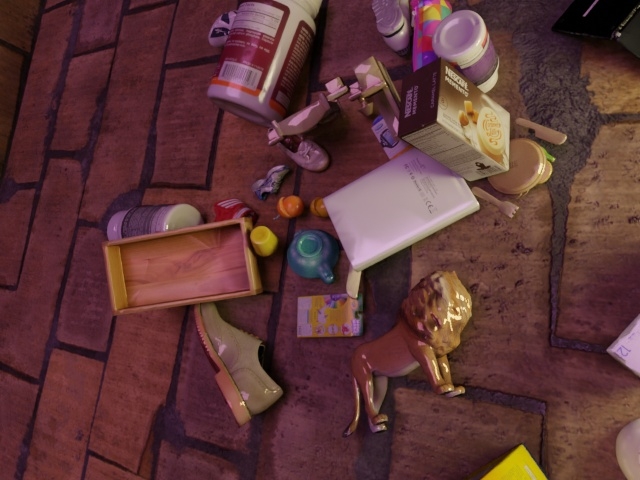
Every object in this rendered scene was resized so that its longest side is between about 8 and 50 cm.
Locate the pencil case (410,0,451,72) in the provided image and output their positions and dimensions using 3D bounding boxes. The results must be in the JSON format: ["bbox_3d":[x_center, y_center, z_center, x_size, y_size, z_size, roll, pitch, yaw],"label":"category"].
[{"bbox_3d":[0.261,-0.456,1.156,0.104,0.104,0.236,-7,75,30],"label":"pencil case"}]

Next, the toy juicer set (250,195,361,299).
[{"bbox_3d":[0.000,0.000,1.232,0.329,0.089,0.209,26,72,21],"label":"toy juicer set"}]

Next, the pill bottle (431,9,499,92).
[{"bbox_3d":[0.321,-0.394,1.047,0.108,0.193,0.108,-8,74,31],"label":"pill bottle"}]

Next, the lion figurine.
[{"bbox_3d":[0.163,0.244,1.032,0.392,0.142,0.240,-35,55,25],"label":"lion figurine"}]

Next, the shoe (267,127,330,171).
[{"bbox_3d":[-0.064,-0.254,1.332,0.219,0.058,0.076,37,99,32],"label":"shoe"}]

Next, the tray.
[{"bbox_3d":[-0.373,0.072,1.313,0.410,0.076,0.203,-9,89,10],"label":"tray"}]

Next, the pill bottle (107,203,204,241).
[{"bbox_3d":[-0.511,-0.030,1.495,0.283,0.161,0.161,1,79,32],"label":"pill bottle"}]

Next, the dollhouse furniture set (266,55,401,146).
[{"bbox_3d":[0.019,-0.247,1.131,0.355,0.303,0.174,-25,98,17],"label":"dollhouse furniture set"}]

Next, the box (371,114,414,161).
[{"bbox_3d":[0.184,-0.261,1.201,0.081,0.028,0.136,-35,61,20],"label":"box"}]

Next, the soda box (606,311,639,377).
[{"bbox_3d":[0.612,0.109,0.808,0.091,0.098,0.286,43,102,31],"label":"soda box"}]

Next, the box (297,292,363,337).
[{"bbox_3d":[0.027,0.184,1.184,0.179,0.043,0.105,-8,74,33],"label":"box"}]

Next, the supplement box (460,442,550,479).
[{"bbox_3d":[0.278,0.484,0.771,0.194,0.356,0.195,-42,60,17],"label":"supplement box"}]

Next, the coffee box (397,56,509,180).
[{"bbox_3d":[0.277,-0.236,0.989,0.098,0.246,0.141,-14,63,48],"label":"coffee box"}]

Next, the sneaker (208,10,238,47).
[{"bbox_3d":[-0.251,-0.633,1.514,0.235,0.094,0.153,-16,62,17],"label":"sneaker"}]

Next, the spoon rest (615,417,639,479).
[{"bbox_3d":[0.623,0.342,0.770,0.276,0.084,0.137,-27,64,38],"label":"spoon rest"}]

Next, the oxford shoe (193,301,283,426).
[{"bbox_3d":[-0.228,0.292,1.289,0.146,0.140,0.397,-24,52,-15],"label":"oxford shoe"}]

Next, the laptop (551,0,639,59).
[{"bbox_3d":[0.658,-0.462,0.964,0.234,0.136,0.264,-51,33,11],"label":"laptop"}]

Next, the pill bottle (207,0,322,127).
[{"bbox_3d":[-0.146,-0.537,1.351,0.224,0.224,0.392,21,90,33],"label":"pill bottle"}]

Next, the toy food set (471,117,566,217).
[{"bbox_3d":[0.419,-0.153,1.030,0.132,0.038,0.192,42,107,39],"label":"toy food set"}]

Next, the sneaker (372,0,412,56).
[{"bbox_3d":[0.191,-0.569,1.239,0.090,0.095,0.235,-16,51,33],"label":"sneaker"}]

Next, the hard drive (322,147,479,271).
[{"bbox_3d":[0.177,-0.085,1.124,0.307,0.040,0.203,-29,65,12],"label":"hard drive"}]

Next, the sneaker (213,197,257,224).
[{"bbox_3d":[-0.288,-0.028,1.417,0.221,0.087,0.128,-46,50,0],"label":"sneaker"}]

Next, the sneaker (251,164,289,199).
[{"bbox_3d":[-0.131,-0.160,1.364,0.135,0.052,0.058,-35,73,29],"label":"sneaker"}]
